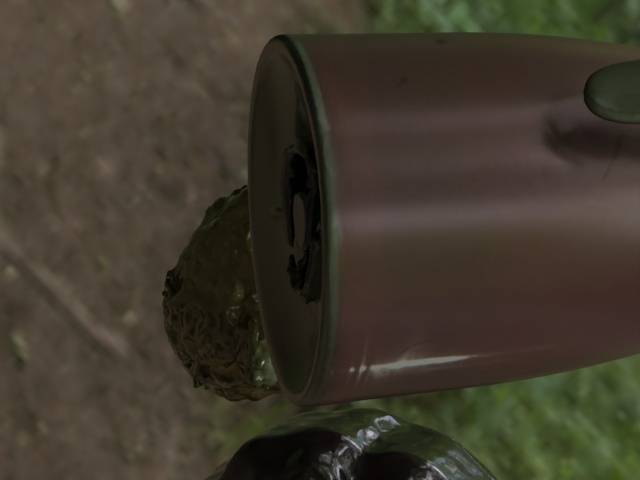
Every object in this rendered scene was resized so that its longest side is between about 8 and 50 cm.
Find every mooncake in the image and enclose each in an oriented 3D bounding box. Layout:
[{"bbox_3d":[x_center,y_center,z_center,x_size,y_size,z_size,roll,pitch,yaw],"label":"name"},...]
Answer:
[{"bbox_3d":[0.015,0.262,1.397,0.283,0.283,0.141,46,13,2],"label":"mooncake"}]

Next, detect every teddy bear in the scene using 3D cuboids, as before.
[{"bbox_3d":[0.000,0.000,1.312,0.156,0.256,0.267,35,-8,-12],"label":"teddy bear"}]

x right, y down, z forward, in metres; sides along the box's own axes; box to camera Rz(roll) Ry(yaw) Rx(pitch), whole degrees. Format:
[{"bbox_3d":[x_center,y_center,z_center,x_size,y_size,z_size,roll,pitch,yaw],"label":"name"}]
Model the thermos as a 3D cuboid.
[{"bbox_3d":[0.114,-0.021,0.783,0.176,0.265,0.146,110,-27,-65],"label":"thermos"}]
